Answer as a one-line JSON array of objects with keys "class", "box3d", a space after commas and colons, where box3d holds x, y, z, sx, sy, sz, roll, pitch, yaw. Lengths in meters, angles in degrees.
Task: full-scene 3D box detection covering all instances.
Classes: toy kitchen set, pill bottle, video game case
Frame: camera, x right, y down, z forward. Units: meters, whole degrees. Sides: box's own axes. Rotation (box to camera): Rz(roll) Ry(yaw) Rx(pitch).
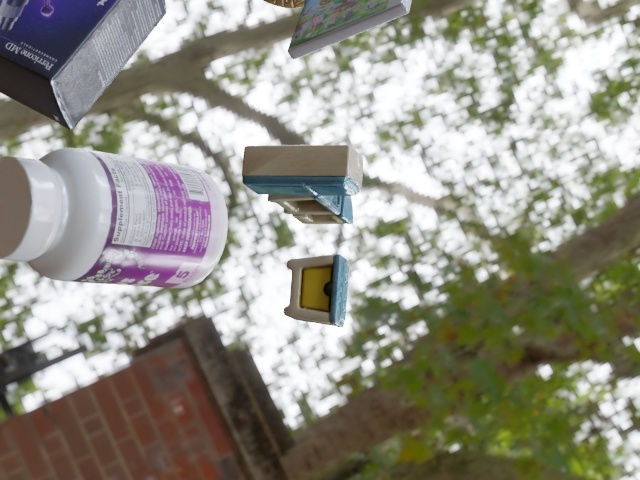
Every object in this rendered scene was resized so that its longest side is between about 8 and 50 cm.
[{"class": "toy kitchen set", "box3d": [0.000, 0.000, 1.552, 0.207, 0.122, 0.166, 34, 58, -68]}, {"class": "pill bottle", "box3d": [-0.278, -0.028, 1.767, 0.169, 0.301, 0.169, -6, -98, 43]}, {"class": "video game case", "box3d": [0.057, -0.383, 2.234, 0.212, 0.193, 0.023, -19, -58, 26]}]

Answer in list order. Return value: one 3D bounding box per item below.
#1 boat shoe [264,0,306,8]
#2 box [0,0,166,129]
[{"class": "boat shoe", "box3d": [-0.041, -0.436, 2.442, 0.059, 0.170, 0.063, -158, -109, -67]}, {"class": "box", "box3d": [-0.307, -0.261, 1.665, 0.153, 0.207, 0.108, 26, -24, 17]}]
